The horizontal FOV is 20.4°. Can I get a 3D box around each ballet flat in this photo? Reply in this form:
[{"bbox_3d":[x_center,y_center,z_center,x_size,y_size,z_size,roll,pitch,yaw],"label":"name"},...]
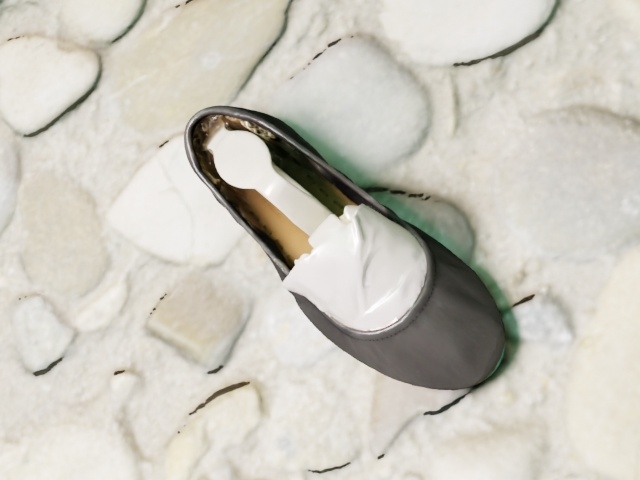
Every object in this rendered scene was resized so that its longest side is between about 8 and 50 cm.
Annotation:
[{"bbox_3d":[0.000,0.000,1.161,0.280,0.096,0.095,39,91,33],"label":"ballet flat"}]
